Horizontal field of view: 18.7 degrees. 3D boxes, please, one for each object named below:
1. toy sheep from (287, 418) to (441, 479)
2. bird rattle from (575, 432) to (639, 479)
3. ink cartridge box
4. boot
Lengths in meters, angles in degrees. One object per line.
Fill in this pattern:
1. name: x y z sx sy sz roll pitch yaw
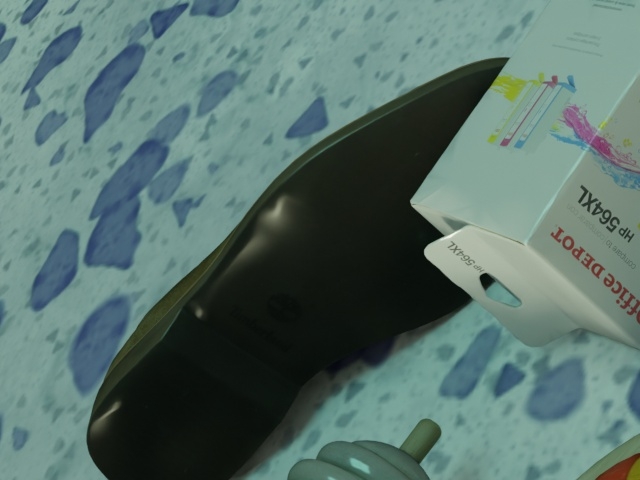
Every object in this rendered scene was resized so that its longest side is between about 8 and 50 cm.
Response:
1. toy sheep: 0.013 0.130 0.827 0.132 0.091 0.091 -47 28 -24
2. bird rattle: 0.108 0.133 0.612 0.253 0.143 0.207 -38 12 39
3. ink cartridge box: 0.119 -0.026 0.850 0.143 0.092 0.090 -56 32 -8
4. boot: 0.000 0.000 0.973 0.305 0.112 0.115 -39 21 21
